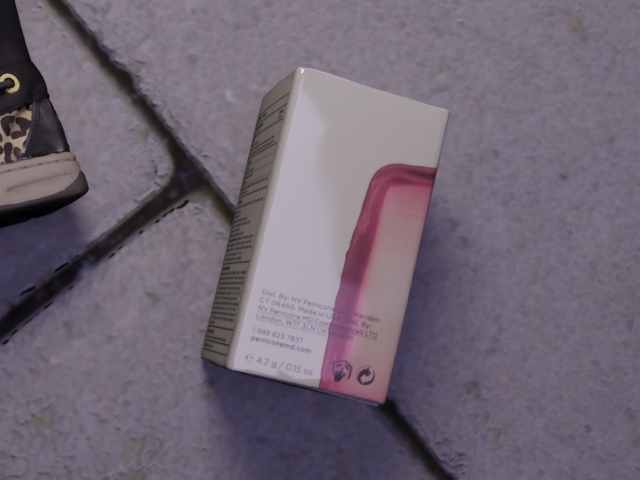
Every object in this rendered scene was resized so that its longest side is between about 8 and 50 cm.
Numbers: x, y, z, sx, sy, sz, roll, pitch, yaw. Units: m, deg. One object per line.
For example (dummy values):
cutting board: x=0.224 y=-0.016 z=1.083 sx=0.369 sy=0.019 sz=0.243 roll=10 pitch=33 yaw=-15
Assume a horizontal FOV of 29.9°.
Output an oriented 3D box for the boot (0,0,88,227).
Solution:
boot: x=-0.358 y=-0.132 z=0.832 sx=0.377 sy=0.138 sz=0.284 roll=-10 pitch=87 yaw=-38

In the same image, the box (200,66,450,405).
box: x=0.000 y=0.000 z=0.945 sx=0.126 sy=0.148 sz=0.232 roll=15 pitch=85 yaw=-13
